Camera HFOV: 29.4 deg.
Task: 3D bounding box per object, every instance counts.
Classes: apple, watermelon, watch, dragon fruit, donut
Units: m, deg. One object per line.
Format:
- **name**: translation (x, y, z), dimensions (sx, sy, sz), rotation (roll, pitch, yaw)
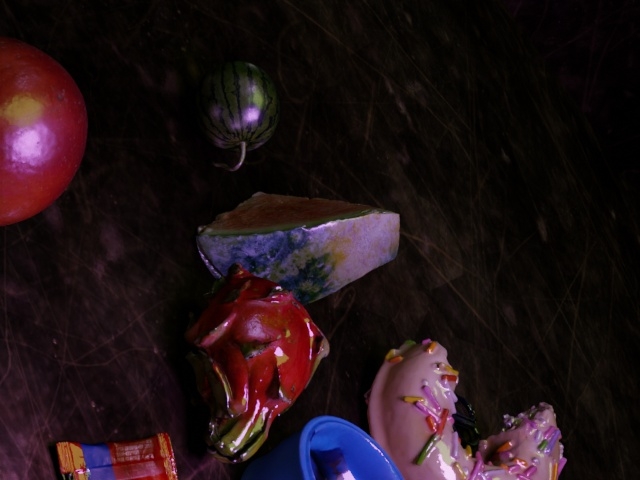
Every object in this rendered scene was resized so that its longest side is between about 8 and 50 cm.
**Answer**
- **apple**: translation (-0.381, -0.123, 1.391), dimensions (0.218, 0.218, 0.201), rotation (64, 26, -2)
- **watermelon**: translation (-0.131, -0.197, 1.957), dimensions (0.141, 0.141, 0.187), rotation (24, 50, -51)
- **watch**: translation (0.045, 0.385, 1.729), dimensions (0.274, 0.241, 0.305), rotation (56, 24, 13)
- **watermelon**: translation (-0.041, 0.002, 1.921), dimensions (0.310, 0.232, 0.193), rotation (-25, 93, -17)
- **dragon fruit**: translation (-0.115, 0.166, 1.688), dimensions (0.200, 0.198, 0.269), rotation (33, 58, 10)
- **donut**: translation (0.247, 0.347, 2.064), dimensions (0.371, 0.150, 0.307), rotation (31, 52, -16)

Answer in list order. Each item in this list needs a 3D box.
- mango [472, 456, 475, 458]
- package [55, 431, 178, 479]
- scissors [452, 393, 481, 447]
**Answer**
- **mango**: translation (0.291, 0.476, 2.187), dimensions (0.119, 0.100, 0.178), rotation (16, 55, -9)
- **package**: translation (-0.246, 0.282, 1.501), dimensions (0.200, 0.022, 0.083), rotation (8, 61, -56)
- **scissors**: translation (0.212, 0.309, 2.260), dimensions (0.300, 0.022, 0.109), rotation (31, 39, -46)
